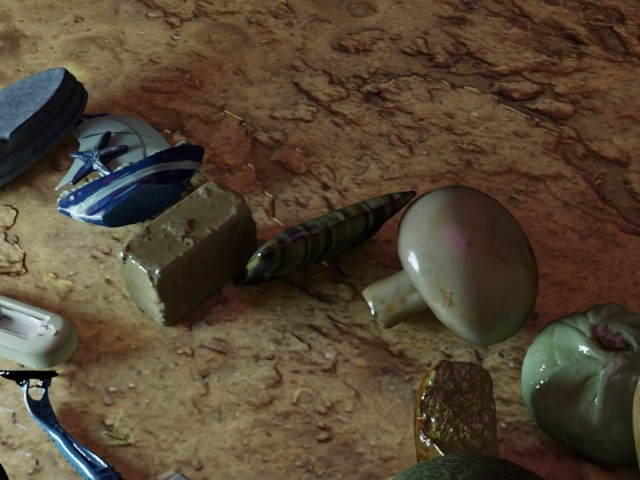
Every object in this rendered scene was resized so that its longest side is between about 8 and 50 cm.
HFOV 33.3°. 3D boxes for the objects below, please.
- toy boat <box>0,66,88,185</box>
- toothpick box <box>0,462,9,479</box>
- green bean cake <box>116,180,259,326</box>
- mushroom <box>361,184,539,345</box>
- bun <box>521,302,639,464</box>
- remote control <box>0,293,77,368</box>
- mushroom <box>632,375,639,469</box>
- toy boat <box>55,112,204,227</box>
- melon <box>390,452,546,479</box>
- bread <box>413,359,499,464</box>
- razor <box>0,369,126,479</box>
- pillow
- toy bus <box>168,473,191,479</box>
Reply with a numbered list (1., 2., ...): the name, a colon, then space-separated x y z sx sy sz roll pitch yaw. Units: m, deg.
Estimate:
1. toy boat: -0.463 -0.159 1.584 0.127 0.078 0.283 27 60 39
2. toothpick box: -0.429 0.304 1.030 0.192 0.192 0.294 16 29 17
3. green bean cake: -0.169 0.016 1.391 0.085 0.109 0.179 33 55 30
4. mushroom: 0.153 0.045 1.317 0.215 0.207 0.207 -30 41 23
5. bun: 0.330 0.157 1.222 0.196 0.118 0.195 0 48 0
6. remote control: -0.409 0.105 1.362 0.222 0.042 0.078 17 47 20
7. mushroom: 0.424 0.238 1.089 0.278 0.146 0.278 8 70 -22
8. toy boat: -0.314 -0.109 1.557 0.292 0.070 0.210 24 50 33
9. melon: 0.117 0.348 0.961 0.249 0.248 0.329 23 58 23
10. bread: 0.143 0.216 1.171 0.086 0.125 0.156 4 47 -4
11. razor: -0.281 0.236 1.232 0.253 0.042 0.082 40 18 32
12. pillow: 0.000 0.000 1.352 0.212 0.208 0.052 -21 85 -16
13. toy bus: -0.211 0.366 1.056 0.297 0.106 0.131 -32 48 -24
